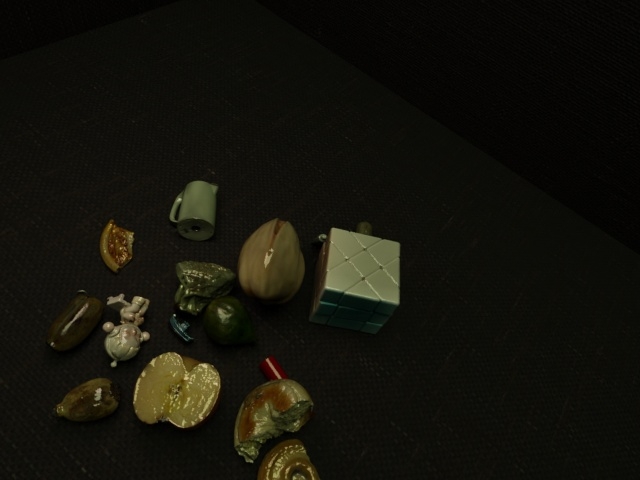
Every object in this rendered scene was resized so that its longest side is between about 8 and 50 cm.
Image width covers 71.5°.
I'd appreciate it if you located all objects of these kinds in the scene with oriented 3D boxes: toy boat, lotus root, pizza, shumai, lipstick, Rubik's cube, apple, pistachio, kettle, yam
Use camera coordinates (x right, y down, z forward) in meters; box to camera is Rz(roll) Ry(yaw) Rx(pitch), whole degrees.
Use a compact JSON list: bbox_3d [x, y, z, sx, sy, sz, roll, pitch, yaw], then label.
[{"bbox_3d":[-0.549,0.349,1.766,0.137,0.060,0.061,39,74,20],"label":"toy boat"},{"bbox_3d":[-0.795,0.550,1.519,0.214,0.138,0.138,-9,59,-20],"label":"lotus root"},{"bbox_3d":[-0.876,0.021,1.909,0.135,0.056,0.270,-3,57,-8],"label":"pizza"},{"bbox_3d":[-0.490,0.205,1.844,0.261,0.221,0.225,1,14,-41],"label":"shumai"},{"bbox_3d":[-0.132,0.577,1.717,0.073,0.073,0.279,-29,67,-30],"label":"lipstick"},{"bbox_3d":[0.145,0.181,1.920,0.323,0.315,0.318,13,54,-8],"label":"Rubik's cube"},{"bbox_3d":[-0.488,0.548,1.581,0.294,0.163,0.251,14,62,11],"label":"apple"},{"bbox_3d":[-0.200,0.098,1.867,0.282,0.364,0.445,12,26,1],"label":"pistachio"},{"bbox_3d":[-0.590,-0.142,2.051,0.241,0.165,0.255,-12,55,10],"label":"kettle"},{"bbox_3d":[0.211,0.020,2.189,0.093,0.093,0.259,13,54,-7],"label":"yam"},{"bbox_3d":[-0.912,0.308,1.658,0.124,0.122,0.240,8,51,27],"label":"lotus root"}]

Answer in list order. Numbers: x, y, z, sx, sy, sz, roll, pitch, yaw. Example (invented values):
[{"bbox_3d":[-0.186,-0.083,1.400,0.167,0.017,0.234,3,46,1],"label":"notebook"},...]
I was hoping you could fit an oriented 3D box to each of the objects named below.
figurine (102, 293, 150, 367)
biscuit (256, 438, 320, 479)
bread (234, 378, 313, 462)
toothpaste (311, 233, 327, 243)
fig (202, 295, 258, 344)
[{"bbox_3d":[-0.739,0.339,1.666,0.145,0.181,0.256,-2,57,2],"label":"figurine"},{"bbox_3d":[-0.105,0.842,1.525,0.213,0.091,0.274,-22,66,-30],"label":"biscuit"},{"bbox_3d":[-0.182,0.619,1.597,0.314,0.171,0.192,-43,46,-3],"label":"bread"},{"bbox_3d":[0.000,0.000,2.057,0.068,0.255,0.037,7,82,-6],"label":"toothpaste"},{"bbox_3d":[-0.343,0.330,1.765,0.245,0.195,0.195,29,53,-6],"label":"fig"}]
